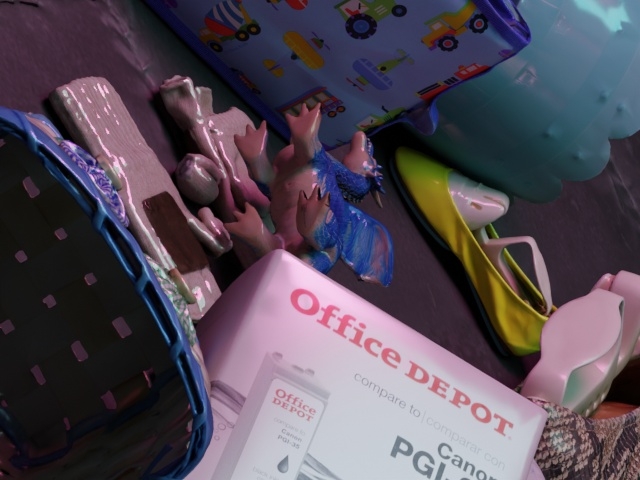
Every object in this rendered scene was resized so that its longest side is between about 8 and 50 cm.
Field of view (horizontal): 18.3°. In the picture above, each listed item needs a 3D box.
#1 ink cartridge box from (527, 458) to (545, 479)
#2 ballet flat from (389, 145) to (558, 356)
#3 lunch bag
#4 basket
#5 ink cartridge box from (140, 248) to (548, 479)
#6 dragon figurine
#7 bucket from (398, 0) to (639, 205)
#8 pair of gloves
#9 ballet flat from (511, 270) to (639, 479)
[{"bbox_3d":[0.106,0.150,1.411,0.189,0.232,0.066,25,85,-54],"label":"ink cartridge box"},{"bbox_3d":[0.153,0.000,1.832,0.231,0.077,0.077,59,26,-7],"label":"ballet flat"},{"bbox_3d":[0.013,-0.196,1.593,0.293,0.221,0.138,50,28,-23],"label":"lunch bag"},{"bbox_3d":[-0.179,0.053,1.014,0.254,0.201,0.289,57,17,-11],"label":"basket"},{"bbox_3d":[-0.013,0.176,1.144,0.207,0.117,0.283,32,53,-11],"label":"ink cartridge box"},{"bbox_3d":[0.000,0.000,1.457,0.144,0.085,0.289,51,25,-42],"label":"dragon figurine"},{"bbox_3d":[0.172,-0.191,1.840,0.183,0.281,0.281,32,38,-34],"label":"bucket"},{"bbox_3d":[-0.088,-0.033,1.456,0.240,0.042,0.204,-7,71,-64],"label":"pair of gloves"},{"bbox_3d":[0.256,0.126,1.770,0.483,0.164,0.182,-26,120,-63],"label":"ballet flat"}]
